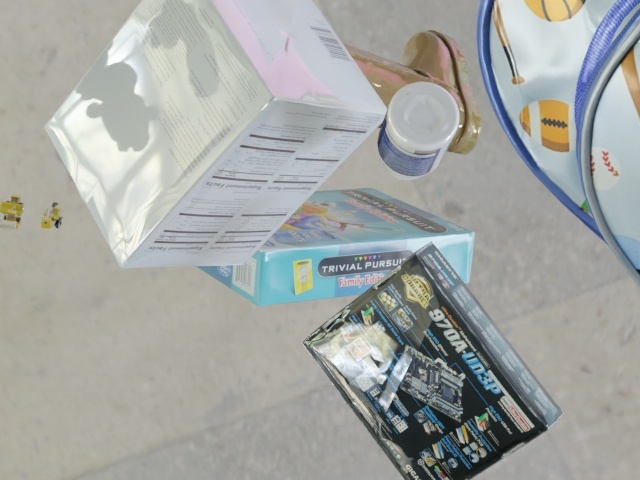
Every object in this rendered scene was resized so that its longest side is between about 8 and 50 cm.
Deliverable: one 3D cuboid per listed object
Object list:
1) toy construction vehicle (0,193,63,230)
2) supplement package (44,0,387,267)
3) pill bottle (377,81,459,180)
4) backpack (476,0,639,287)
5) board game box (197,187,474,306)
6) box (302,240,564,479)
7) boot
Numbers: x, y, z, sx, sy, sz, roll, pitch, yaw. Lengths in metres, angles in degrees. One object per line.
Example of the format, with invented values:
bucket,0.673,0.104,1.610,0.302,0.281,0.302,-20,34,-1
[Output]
toy construction vehicle,-0.398,-0.040,1.774,0.086,0.035,0.098,10,17,-2
supplement package,-0.113,-0.127,1.375,0.198,0.262,0.199,0,52,-52
pill bottle,0.089,-0.099,1.229,0.067,0.120,0.067,1,74,-4
backpack,0.195,-0.073,0.511,0.263,0.276,0.213,45,24,2
board game box,0.000,0.000,1.783,0.336,0.079,0.254,-5,19,-32
box,0.111,0.139,1.325,0.220,0.175,0.051,52,31,5
boot,0.056,-0.218,1.609,0.270,0.089,0.236,13,33,-25
